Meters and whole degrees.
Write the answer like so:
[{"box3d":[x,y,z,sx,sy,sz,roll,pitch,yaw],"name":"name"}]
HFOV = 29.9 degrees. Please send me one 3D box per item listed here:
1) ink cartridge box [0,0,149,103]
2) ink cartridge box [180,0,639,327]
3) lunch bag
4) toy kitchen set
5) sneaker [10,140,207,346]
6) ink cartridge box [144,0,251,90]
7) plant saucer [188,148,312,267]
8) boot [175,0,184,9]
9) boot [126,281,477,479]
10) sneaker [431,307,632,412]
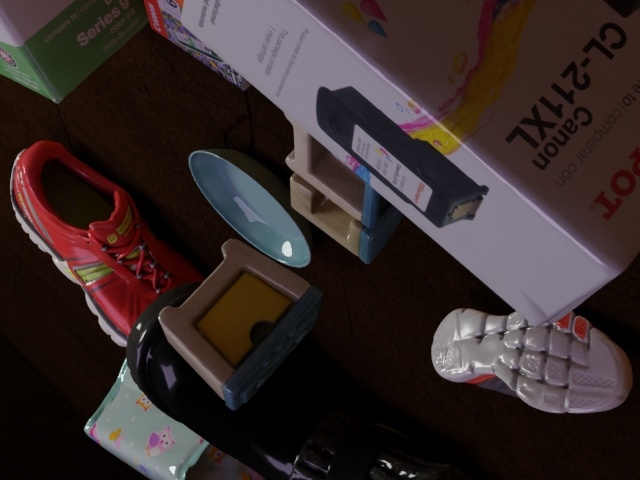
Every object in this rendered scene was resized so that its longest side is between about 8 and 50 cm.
[{"box3d":[-0.219,-0.206,0.731,0.154,0.093,0.212,27,157,43],"name":"ink cartridge box"},{"box3d":[0.060,-0.076,0.424,0.175,0.127,0.072,40,158,3],"name":"ink cartridge box"},{"box3d":[-0.116,0.260,1.445,0.223,0.160,0.262,16,159,46],"name":"lunch bag"},{"box3d":[0.000,0.000,0.641,0.122,0.166,0.207,37,160,16],"name":"toy kitchen set"},{"box3d":[-0.193,0.014,1.150,0.279,0.107,0.118,40,154,3],"name":"sneaker"},{"box3d":[-0.082,-0.142,0.706,0.115,0.029,0.063,35,160,18],"name":"ink cartridge box"},{"box3d":[-0.047,-0.029,0.891,0.119,0.021,0.119,36,159,16],"name":"plant saucer"},{"box3d":[-0.070,-0.155,0.624,0.158,0.059,0.085,57,161,-15],"name":"boot"},{"box3d":[0.001,0.187,1.084,0.260,0.131,0.348,31,169,48],"name":"boot"},{"box3d":[0.137,0.073,0.728,0.065,0.061,0.158,22,174,-32],"name":"sneaker"}]
